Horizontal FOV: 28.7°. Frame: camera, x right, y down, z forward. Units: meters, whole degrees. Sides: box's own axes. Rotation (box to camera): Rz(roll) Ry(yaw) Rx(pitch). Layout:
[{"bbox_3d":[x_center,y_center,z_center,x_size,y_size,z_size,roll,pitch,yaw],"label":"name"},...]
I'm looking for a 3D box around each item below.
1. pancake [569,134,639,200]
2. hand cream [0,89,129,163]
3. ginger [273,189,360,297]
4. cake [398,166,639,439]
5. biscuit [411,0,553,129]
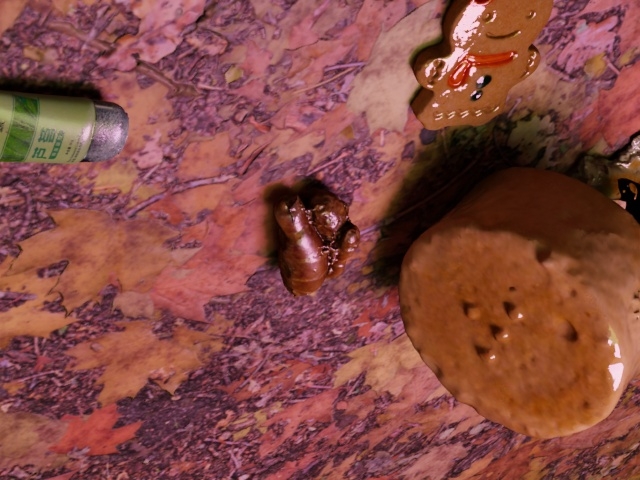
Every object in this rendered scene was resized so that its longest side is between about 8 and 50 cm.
[{"bbox_3d":[0.504,-0.138,1.683,0.377,0.054,0.197,-26,145,-10],"label":"pancake"},{"bbox_3d":[-0.264,-0.102,1.153,0.175,0.046,0.095,-2,139,-33],"label":"hand cream"},{"bbox_3d":[0.000,0.000,1.456,0.103,0.073,0.162,-23,144,-13],"label":"ginger"},{"bbox_3d":[0.305,0.042,1.573,0.321,0.332,0.332,-38,157,-41],"label":"cake"},{"bbox_3d":[0.182,-0.209,1.366,0.166,0.036,0.225,-6,138,-30],"label":"biscuit"}]
